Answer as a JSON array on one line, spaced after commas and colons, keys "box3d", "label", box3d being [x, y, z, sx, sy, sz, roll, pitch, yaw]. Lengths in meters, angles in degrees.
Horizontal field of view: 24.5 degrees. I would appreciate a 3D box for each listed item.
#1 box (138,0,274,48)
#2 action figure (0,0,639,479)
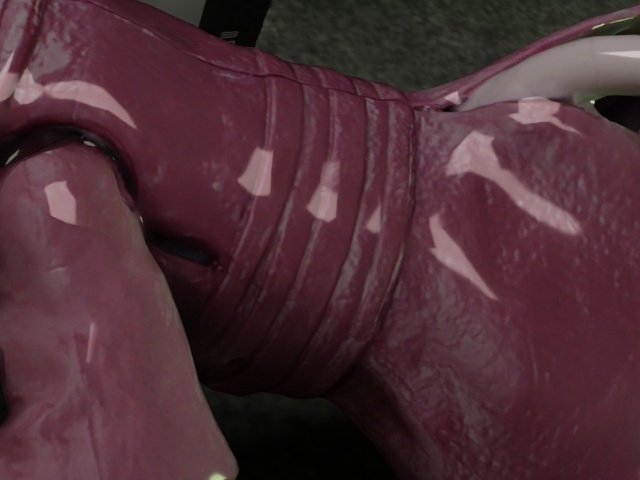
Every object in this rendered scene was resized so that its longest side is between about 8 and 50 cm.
[{"box3d": [-0.147, -0.078, 0.576, 0.244, 0.100, 0.060, -8, 53, -26], "label": "box"}, {"box3d": [0.000, 0.000, 0.423, 0.370, 0.275, 0.248, 14, 34, -22], "label": "action figure"}]
